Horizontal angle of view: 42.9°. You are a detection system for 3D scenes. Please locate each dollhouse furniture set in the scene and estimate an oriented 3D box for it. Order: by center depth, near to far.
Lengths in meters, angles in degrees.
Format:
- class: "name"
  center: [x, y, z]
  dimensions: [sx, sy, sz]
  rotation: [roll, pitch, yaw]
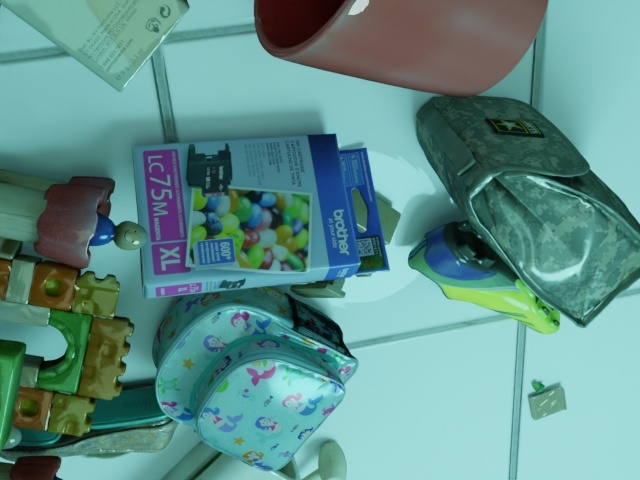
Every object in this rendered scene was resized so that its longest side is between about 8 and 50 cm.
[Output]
- class: "dollhouse furniture set"
  center: [0.000, 0.000, 1.136]
  dimensions: [0.144, 0.123, 0.151]
  rotation: [31, 71, -26]

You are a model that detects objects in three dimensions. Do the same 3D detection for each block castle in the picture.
- class: "block castle"
  center: [-0.329, 0.147, 0.921]
  dimensions: [0.213, 0.303, 0.453]
  rotation: [11, 94, -12]

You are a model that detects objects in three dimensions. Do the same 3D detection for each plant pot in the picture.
- class: "plant pot"
  center: [0.098, -0.288, 0.890]
  dimensions: [0.243, 0.275, 0.275]
  rotation: [17, 112, -31]

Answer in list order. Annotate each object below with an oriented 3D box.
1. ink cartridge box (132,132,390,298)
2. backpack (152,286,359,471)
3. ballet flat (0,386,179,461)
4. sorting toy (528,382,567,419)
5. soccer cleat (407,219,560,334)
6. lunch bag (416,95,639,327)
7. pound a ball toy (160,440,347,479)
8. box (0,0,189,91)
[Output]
- class: "ink cartridge box"
  center: [-0.071, -0.037, 1.016]
  dimensions: [0.311, 0.185, 0.065]
  rotation: [-4, 160, -14]
- class: "backpack"
  center: [-0.101, 0.178, 1.121]
  dimensions: [0.253, 0.191, 0.225]
  rotation: [34, 106, -22]
- class: "ballet flat"
  center: [-0.358, 0.274, 1.149]
  dimensions: [0.316, 0.107, 0.106]
  rotation: [3, 130, -15]
- class: "sorting toy"
  center: [0.384, 0.266, 1.382]
  dimensions: [0.062, 0.012, 0.083]
  rotation: [-18, 123, 1]
- class: "soccer cleat"
  center: [0.250, 0.064, 1.215]
  dimensions: [0.289, 0.093, 0.121]
  rotation: [32, 136, -31]
- class: "lunch bag"
  center: [0.262, -0.065, 1.048]
  dimensions: [0.287, 0.235, 0.169]
  rotation: [34, 110, -27]
- class: "pound a ball toy"
  center: [-0.125, 0.419, 1.262]
  dimensions: [0.319, 0.135, 0.208]
  rotation: [-44, 119, 11]
- class: "box"
  center: [-0.297, -0.307, 0.832]
  dimensions: [0.311, 0.148, 0.121]
  rotation: [37, 102, -29]
